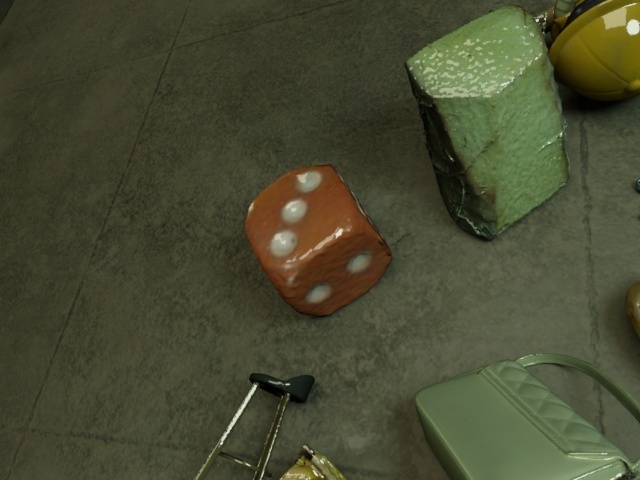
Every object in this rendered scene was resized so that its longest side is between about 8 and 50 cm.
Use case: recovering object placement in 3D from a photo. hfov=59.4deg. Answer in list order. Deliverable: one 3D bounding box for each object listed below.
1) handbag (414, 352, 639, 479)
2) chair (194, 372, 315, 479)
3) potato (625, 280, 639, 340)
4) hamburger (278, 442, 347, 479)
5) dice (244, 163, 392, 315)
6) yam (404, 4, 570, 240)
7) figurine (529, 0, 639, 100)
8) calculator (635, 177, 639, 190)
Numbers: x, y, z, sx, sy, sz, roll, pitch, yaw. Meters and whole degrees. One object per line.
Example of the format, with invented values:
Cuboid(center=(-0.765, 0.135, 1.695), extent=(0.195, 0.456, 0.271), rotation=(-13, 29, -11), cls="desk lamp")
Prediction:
Cuboid(center=(0.241, 0.211, 0.631), extent=(0.219, 0.079, 0.256), rotation=(-22, 16, -4), cls="handbag")
Cuboid(center=(-0.095, 0.279, 0.805), extent=(0.095, 0.104, 0.222), rotation=(29, 67, -3), cls="chair")
Cuboid(center=(0.430, 0.107, 0.649), extent=(0.107, 0.080, 0.171), rotation=(-32, 57, 7), cls="potato")
Cuboid(center=(-0.020, 0.385, 0.715), extent=(0.155, 0.135, 0.208), rotation=(20, 58, 20), cls="hamburger")
Cuboid(center=(0.000, 0.000, 0.887), extent=(0.179, 0.175, 0.174), rotation=(-30, 51, 4), cls="dice")
Cuboid(center=(0.233, -0.175, 0.810), extent=(0.202, 0.271, 0.201), rotation=(-35, 49, -2), cls="yam")
Cuboid(center=(0.434, -0.313, 0.854), extent=(0.192, 0.167, 0.257), rotation=(-22, 30, 20), cls="figurine")
Cuboid(center=(0.491, -0.082, 0.771), extent=(0.094, 0.019, 0.141), rotation=(19, 74, 36), cls="calculator")
